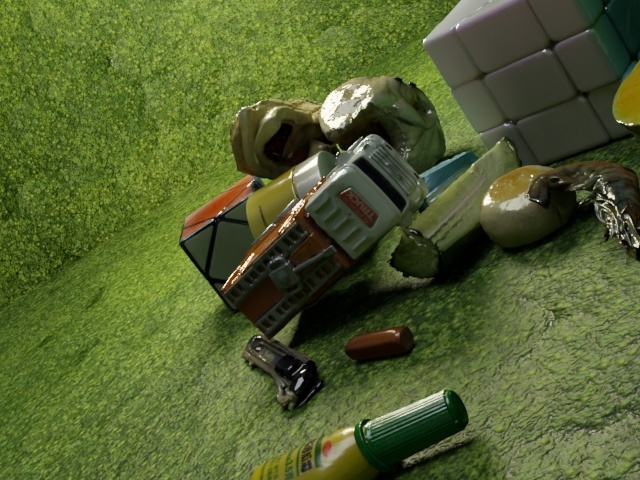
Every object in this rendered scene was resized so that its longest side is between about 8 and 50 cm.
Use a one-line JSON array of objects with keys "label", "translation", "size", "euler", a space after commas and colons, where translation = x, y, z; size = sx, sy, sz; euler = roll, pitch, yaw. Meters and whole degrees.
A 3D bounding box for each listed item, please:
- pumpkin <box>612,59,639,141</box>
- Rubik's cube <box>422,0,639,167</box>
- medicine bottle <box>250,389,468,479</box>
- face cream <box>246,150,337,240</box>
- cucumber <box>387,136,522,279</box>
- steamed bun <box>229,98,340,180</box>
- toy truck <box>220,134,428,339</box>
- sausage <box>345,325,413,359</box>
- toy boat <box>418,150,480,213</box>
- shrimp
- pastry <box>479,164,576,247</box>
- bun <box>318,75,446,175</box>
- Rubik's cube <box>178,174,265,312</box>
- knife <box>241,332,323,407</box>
[{"label": "pumpkin", "translation": [0.592, -0.201, 1.392], "size": [0.332, 0.199, 0.332], "euler": [-40, 13, 11]}, {"label": "Rubik's cube", "translation": [0.440, -0.357, 1.883], "size": [0.319, 0.315, 0.322], "euler": [-20, 21, 44]}, {"label": "medicine bottle", "translation": [0.046, 0.273, 1.300], "size": [0.309, 0.076, 0.111], "euler": [-28, 19, 20]}, {"label": "face cream", "translation": [-0.016, -0.043, 2.059], "size": [0.179, 0.218, 0.218], "euler": [-30, 17, 20]}, {"label": "cucumber", "translation": [0.252, -0.050, 1.770], "size": [0.325, 0.105, 0.145], "euler": [-44, -14, -34]}, {"label": "steamed bun", "translation": [-0.034, -0.186, 2.284], "size": [0.189, 0.247, 0.428], "euler": [16, 11, 24]}, {"label": "toy truck", "translation": [0.000, 0.000, 1.814], "size": [0.387, 0.173, 0.207], "euler": [-44, 2, 33]}, {"label": "sausage", "translation": [0.089, 0.160, 1.590], "size": [0.131, 0.041, 0.039], "euler": [-17, 29, 47]}, {"label": "toy boat", "translation": [0.239, -0.094, 1.906], "size": [0.088, 0.102, 0.215], "euler": [-23, 4, 40]}, {"label": "shrimp", "translation": [0.388, -0.051, 1.485], "size": [0.169, 0.058, 0.296], "euler": [-6, 26, 9]}, {"label": "pastry", "translation": [0.332, -0.056, 1.644], "size": [0.156, 0.092, 0.156], "euler": [-29, 26, 16]}, {"label": "bun", "translation": [0.149, -0.249, 2.230], "size": [0.205, 0.281, 0.281], "euler": [-37, 15, 19]}, {"label": "Rubik's cube", "translation": [-0.169, 0.001, 2.267], "size": [0.207, 0.205, 0.205], "euler": [-35, 16, 5]}, {"label": "knife", "translation": [-0.081, 0.212, 1.780], "size": [0.089, 0.043, 0.365], "euler": [-36, 15, -11]}]
